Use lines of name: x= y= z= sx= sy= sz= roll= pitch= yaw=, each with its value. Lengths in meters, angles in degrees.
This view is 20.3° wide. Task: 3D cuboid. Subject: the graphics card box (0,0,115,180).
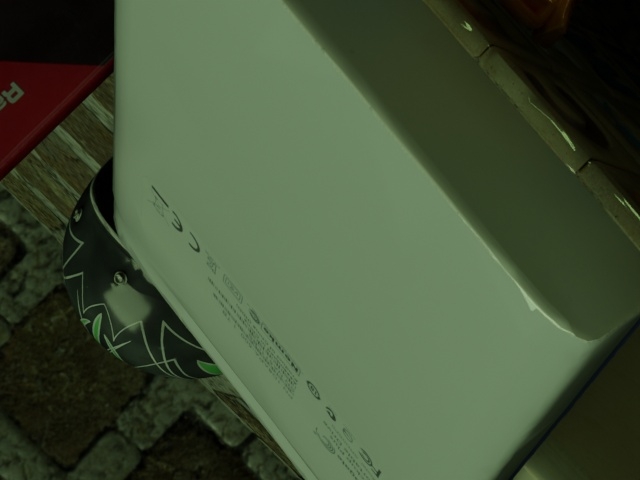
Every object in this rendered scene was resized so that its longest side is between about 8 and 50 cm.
graphics card box: x=-0.217 y=-0.184 z=0.659 sx=0.371 sy=0.233 sz=0.094 roll=47 pitch=172 yaw=-14

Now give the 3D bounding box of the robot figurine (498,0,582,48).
robot figurine: x=-0.002 y=-0.178 z=0.385 sx=0.291 sy=0.085 sz=0.211 roll=45 pitch=168 yaw=-7

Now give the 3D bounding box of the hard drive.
hard drive: x=0.000 y=0.000 z=0.633 sx=0.210 sy=0.040 sz=0.318 roll=51 pitch=161 yaw=14

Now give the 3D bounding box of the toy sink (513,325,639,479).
toy sink: x=0.120 y=0.086 z=0.803 sx=0.153 sy=0.131 sz=0.234 roll=46 pitch=163 yaw=-10

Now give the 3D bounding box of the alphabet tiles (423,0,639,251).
alphabet tiles: x=0.090 y=-0.036 z=0.513 sx=0.237 sy=0.009 sz=0.198 roll=53 pitch=-159 yaw=25

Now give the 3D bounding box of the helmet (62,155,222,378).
helmet: x=-0.081 y=0.008 z=1.118 sx=0.169 sy=0.161 sz=0.169 roll=41 pitch=168 yaw=11
